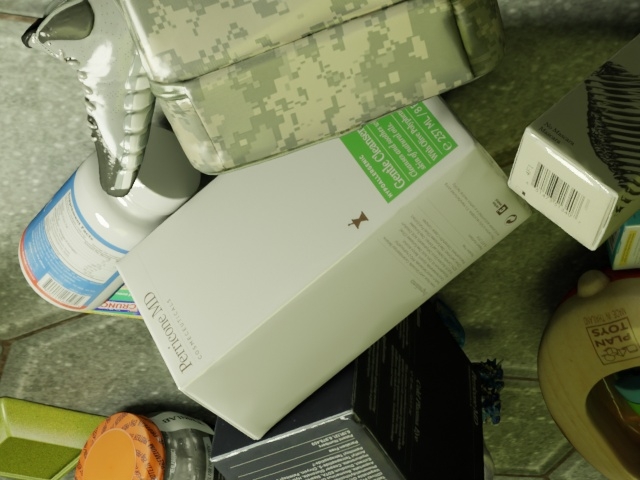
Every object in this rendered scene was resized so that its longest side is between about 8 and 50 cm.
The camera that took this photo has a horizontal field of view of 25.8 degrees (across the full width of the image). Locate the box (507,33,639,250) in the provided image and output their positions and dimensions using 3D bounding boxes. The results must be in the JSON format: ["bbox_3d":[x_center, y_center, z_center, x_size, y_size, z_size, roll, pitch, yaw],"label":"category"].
[{"bbox_3d":[0.309,-0.120,1.319,0.275,0.113,0.094,-40,158,-27],"label":"box"}]

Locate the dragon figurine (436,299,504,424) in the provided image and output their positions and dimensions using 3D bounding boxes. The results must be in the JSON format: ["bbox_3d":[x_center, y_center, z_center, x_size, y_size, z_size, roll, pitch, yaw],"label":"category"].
[{"bbox_3d":[0.144,0.139,1.826,0.144,0.085,0.289,-19,125,19],"label":"dragon figurine"}]

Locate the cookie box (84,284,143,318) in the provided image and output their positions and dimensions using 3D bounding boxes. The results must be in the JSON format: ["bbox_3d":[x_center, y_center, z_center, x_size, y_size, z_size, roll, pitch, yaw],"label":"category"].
[{"bbox_3d":[-0.241,0.048,1.673,0.092,0.040,0.107,7,145,-22],"label":"cookie box"}]

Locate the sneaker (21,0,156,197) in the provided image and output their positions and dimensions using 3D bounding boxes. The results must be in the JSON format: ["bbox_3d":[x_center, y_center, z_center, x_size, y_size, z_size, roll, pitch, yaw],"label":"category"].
[{"bbox_3d":[-0.217,-0.154,1.308,0.132,0.086,0.229,11,117,-8],"label":"sneaker"}]

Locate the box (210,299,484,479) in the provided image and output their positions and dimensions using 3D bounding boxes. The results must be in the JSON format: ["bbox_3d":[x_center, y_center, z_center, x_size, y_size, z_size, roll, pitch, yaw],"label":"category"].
[{"bbox_3d":[0.045,0.200,1.606,0.179,0.343,0.312,-22,123,21],"label":"box"}]

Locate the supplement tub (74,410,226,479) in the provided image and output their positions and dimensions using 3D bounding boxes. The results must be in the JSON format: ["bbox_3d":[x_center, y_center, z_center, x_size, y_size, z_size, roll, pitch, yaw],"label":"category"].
[{"bbox_3d":[-0.176,0.371,2.029,0.207,0.207,0.338,-30,140,32],"label":"supplement tub"}]

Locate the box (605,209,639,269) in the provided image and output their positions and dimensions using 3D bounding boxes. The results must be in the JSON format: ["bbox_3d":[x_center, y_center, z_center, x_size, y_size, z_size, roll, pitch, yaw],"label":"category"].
[{"bbox_3d":[0.471,-0.024,1.672,0.244,0.060,0.100,-5,147,-3],"label":"box"}]

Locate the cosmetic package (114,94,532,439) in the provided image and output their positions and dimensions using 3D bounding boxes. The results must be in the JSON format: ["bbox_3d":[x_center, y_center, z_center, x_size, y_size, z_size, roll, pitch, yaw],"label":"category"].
[{"bbox_3d":[0.000,0.000,1.394,0.365,0.197,0.155,-40,140,5],"label":"cosmetic package"}]

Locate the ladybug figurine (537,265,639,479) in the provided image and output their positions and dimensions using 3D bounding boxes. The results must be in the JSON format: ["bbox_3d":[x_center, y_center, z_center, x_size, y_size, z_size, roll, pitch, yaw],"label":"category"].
[{"bbox_3d":[0.454,0.180,1.820,0.305,0.162,0.449,-16,127,29],"label":"ladybug figurine"}]

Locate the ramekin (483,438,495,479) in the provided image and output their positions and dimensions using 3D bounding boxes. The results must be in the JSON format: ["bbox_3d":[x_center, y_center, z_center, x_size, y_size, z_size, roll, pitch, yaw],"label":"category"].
[{"bbox_3d":[0.107,0.295,2.030,0.277,0.135,0.277,-4,148,-3],"label":"ramekin"}]

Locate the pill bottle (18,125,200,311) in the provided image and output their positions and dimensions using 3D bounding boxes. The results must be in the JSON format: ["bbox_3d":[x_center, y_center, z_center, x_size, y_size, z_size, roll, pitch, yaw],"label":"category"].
[{"bbox_3d":[-0.222,-0.026,1.488,0.124,0.124,0.221,18,140,-33],"label":"pill bottle"}]

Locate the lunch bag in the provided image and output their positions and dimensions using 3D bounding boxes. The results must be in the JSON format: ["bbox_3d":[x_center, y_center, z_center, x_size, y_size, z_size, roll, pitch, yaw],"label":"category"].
[{"bbox_3d":[-0.019,-0.237,1.123,0.305,0.212,0.256,-18,129,11],"label":"lunch bag"}]

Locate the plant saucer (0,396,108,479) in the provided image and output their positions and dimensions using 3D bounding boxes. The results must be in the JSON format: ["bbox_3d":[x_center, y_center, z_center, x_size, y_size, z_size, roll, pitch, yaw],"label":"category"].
[{"bbox_3d":[-0.419,0.301,2.025,0.188,0.045,0.188,17,140,-32],"label":"plant saucer"}]
